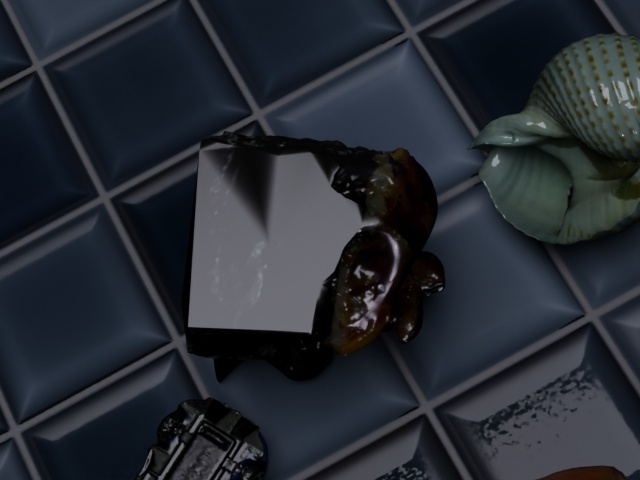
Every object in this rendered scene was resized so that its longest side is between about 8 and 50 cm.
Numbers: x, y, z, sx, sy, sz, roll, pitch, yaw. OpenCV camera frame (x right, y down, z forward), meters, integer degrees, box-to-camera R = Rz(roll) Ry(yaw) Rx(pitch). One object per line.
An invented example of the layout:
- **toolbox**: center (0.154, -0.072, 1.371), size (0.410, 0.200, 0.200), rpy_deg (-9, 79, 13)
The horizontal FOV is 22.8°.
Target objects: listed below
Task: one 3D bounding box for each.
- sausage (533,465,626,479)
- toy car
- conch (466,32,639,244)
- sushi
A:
- **sausage**: center (0.059, 0.285, 1.279), size (0.419, 0.094, 0.094), rpy_deg (-22, 70, 0)
- **toy car**: center (-0.125, 0.238, 1.346), size (0.103, 0.063, 0.216), rpy_deg (30, 82, 20)
- **conch**: center (0.240, -0.089, 1.381), size (0.200, 0.131, 0.172), rpy_deg (-16, 87, 45)
- **sushi**: center (0.000, 0.000, 1.334), size (0.212, 0.227, 0.215), rpy_deg (1, 74, 3)
